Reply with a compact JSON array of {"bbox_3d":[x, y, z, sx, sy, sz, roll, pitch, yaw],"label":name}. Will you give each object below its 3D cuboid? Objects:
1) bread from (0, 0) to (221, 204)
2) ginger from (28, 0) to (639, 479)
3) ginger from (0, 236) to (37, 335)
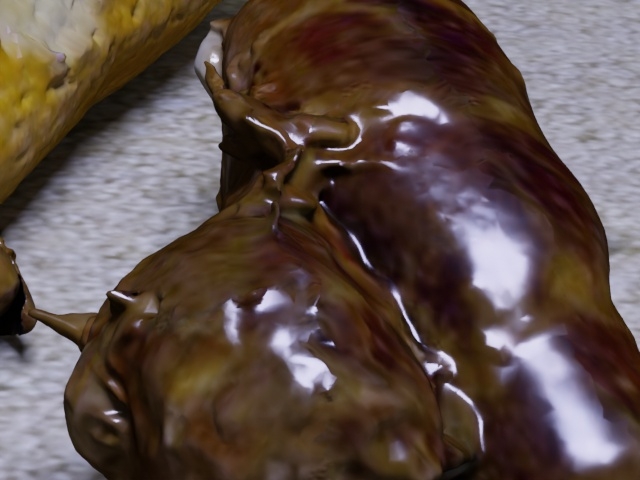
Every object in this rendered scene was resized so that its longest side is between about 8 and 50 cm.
[{"bbox_3d":[-0.191,-0.148,1.011,0.236,0.165,0.375,12,34,22],"label":"bread"},{"bbox_3d":[0.000,0.000,0.786,0.254,0.176,0.418,2,37,-12],"label":"ginger"},{"bbox_3d":[-0.234,0.064,0.736,0.133,0.107,0.309,33,37,4],"label":"ginger"}]
